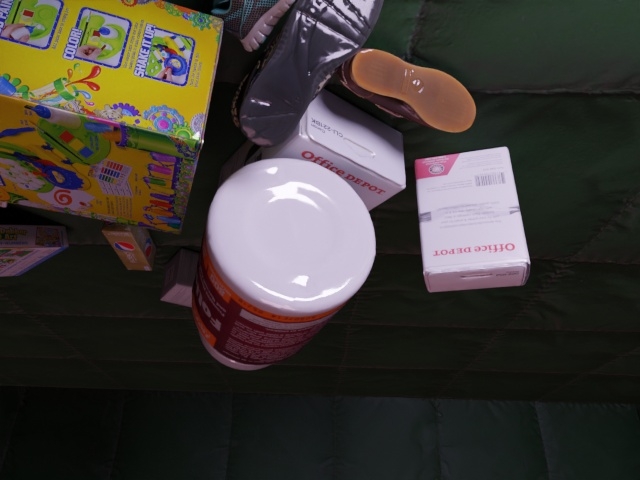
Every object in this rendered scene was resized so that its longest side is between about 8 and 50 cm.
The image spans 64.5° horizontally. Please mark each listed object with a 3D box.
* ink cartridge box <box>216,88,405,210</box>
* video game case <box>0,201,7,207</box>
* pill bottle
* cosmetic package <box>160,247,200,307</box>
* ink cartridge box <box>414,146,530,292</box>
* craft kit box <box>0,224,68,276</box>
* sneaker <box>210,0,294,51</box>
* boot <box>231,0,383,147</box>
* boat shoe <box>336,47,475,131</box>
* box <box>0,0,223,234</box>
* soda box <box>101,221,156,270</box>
[{"bbox_3d":[-0.023,-0.105,0.831,0.197,0.114,0.273,21,147,-30],"label":"ink cartridge box"},{"bbox_3d":[-0.655,-0.139,0.876,0.206,0.026,0.227,12,150,-27],"label":"video game case"},{"bbox_3d":[-0.085,0.068,0.799,0.224,0.224,0.392,9,151,-14],"label":"pill bottle"},{"bbox_3d":[-0.255,0.113,1.248,0.237,0.107,0.127,17,147,-31],"label":"cosmetic package"},{"bbox_3d":[0.244,-0.032,0.841,0.158,0.218,0.092,-6,150,14],"label":"ink cartridge box"},{"bbox_3d":[-0.713,0.028,1.069,0.249,0.061,0.246,-21,171,33],"label":"craft kit box"},{"bbox_3d":[-0.069,-0.286,0.568,0.076,0.065,0.166,24,142,-27],"label":"sneaker"},{"bbox_3d":[-0.032,-0.227,0.633,0.085,0.236,0.178,35,-178,-21],"label":"boot"},{"bbox_3d":[0.118,-0.207,0.700,0.206,0.073,0.073,20,-176,-24],"label":"boat shoe"},{"bbox_3d":[-0.293,-0.158,0.649,0.279,0.177,0.290,11,158,-17],"label":"box"},{"bbox_3d":[-0.405,-0.001,1.089,0.058,0.061,0.181,3,151,-2],"label":"soda box"}]
